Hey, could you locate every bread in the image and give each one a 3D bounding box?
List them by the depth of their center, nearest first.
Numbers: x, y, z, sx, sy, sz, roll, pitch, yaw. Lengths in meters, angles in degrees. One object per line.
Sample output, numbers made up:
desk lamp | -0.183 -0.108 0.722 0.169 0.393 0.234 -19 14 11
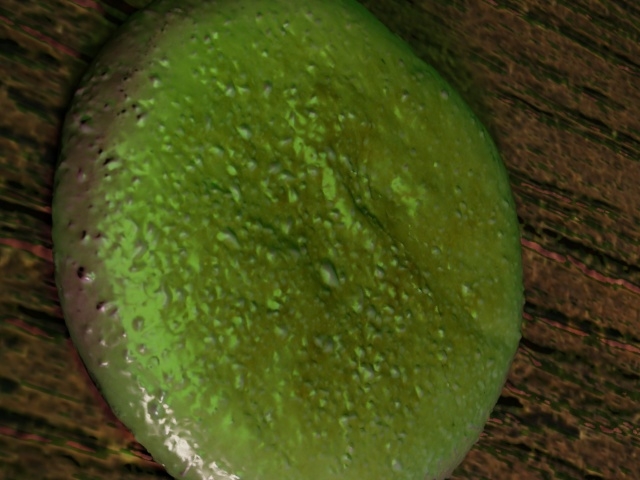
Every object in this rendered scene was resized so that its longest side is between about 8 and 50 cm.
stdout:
bread | -0.004 0.003 0.688 0.301 0.045 0.301 10 72 -33
